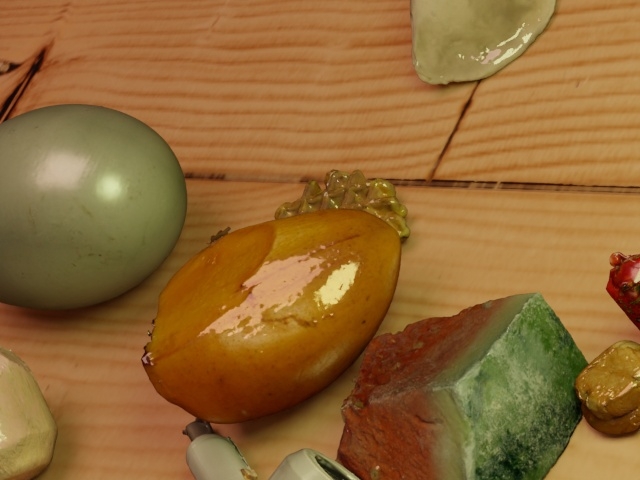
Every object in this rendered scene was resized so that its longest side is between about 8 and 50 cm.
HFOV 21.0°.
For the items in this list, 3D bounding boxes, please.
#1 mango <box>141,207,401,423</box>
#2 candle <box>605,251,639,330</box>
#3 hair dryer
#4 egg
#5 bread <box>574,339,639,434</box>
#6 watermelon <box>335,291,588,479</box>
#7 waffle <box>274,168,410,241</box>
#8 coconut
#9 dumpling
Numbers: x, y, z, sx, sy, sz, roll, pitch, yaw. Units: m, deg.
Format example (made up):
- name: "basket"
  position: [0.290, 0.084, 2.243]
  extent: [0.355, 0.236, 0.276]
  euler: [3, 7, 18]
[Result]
- name: "mango"
  position: [-0.033, 0.067, 1.664]
  extent: [0.257, 0.138, 0.187]
  euler: [-21, 47, 20]
- name: "candle"
  position: [0.277, 0.050, 1.443]
  extent: [0.052, 0.131, 0.052]
  euler: [-26, 38, 23]
- name: "hair dryer"
  position: [-0.072, 0.230, 1.604]
  extent: [0.173, 0.107, 0.357]
  euler: [-52, 28, 4]
- name: "egg"
  position: [-0.306, -0.035, 1.960]
  extent: [0.371, 0.230, 0.230]
  euler: [-10, 47, 43]
- name: "bread"
  position: [0.255, 0.123, 1.463]
  extent: [0.081, 0.046, 0.083]
  euler: [-7, 51, 45]
- name: "watermelon"
  position: [0.091, 0.149, 1.543]
  extent: [0.256, 0.140, 0.193]
  euler: [2, 47, 52]
- name: "waffle"
  position: [0.000, 0.000, 1.807]
  extent: [0.192, 0.046, 0.161]
  euler: [-39, 37, 5]
- name: "coconut"
  position: [-0.371, 0.184, 1.836]
  extent: [0.171, 0.171, 0.183]
  euler: [-30, 80, 15]
- name: "dumpling"
  position: [0.176, -0.257, 1.868]
  extent: [0.155, 0.181, 0.111]
  euler: [12, 18, 14]
